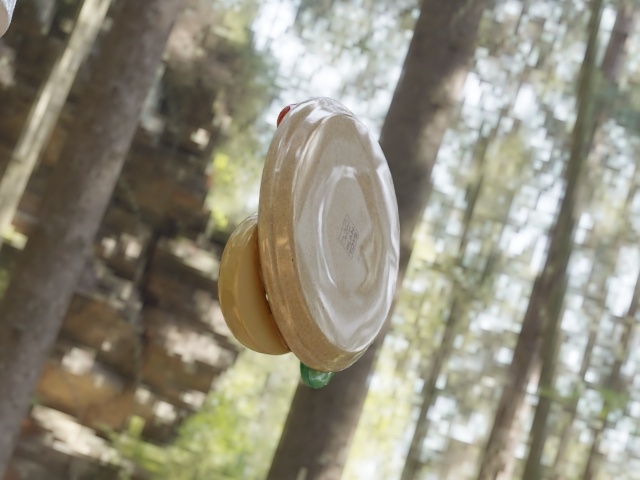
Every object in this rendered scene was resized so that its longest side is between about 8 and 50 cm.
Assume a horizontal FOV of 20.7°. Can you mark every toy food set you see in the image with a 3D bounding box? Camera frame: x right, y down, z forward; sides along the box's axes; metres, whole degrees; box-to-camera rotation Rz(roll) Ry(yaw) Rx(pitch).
[{"bbox_3d":[0.000,0.000,0.510,0.020,0.083,0.082,-3,-22,28],"label":"toy food set"}]

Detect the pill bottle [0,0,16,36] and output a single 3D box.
[{"bbox_3d":[-0.176,-0.177,0.883,0.086,0.152,0.086,5,-29,3],"label":"pill bottle"}]
